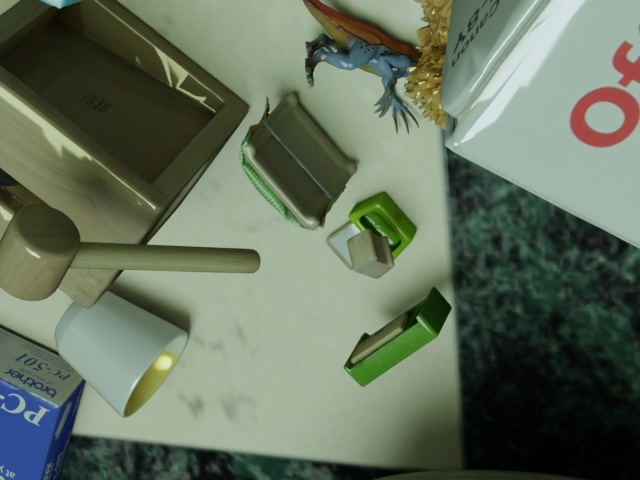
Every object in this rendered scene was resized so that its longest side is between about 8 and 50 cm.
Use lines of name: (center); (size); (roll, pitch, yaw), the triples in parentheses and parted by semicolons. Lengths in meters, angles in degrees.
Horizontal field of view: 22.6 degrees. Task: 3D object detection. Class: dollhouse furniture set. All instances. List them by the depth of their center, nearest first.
dollhouse furniture set: (0.000, 0.000, 0.856); (0.058, 0.076, 0.152); (-35, 102, 31)

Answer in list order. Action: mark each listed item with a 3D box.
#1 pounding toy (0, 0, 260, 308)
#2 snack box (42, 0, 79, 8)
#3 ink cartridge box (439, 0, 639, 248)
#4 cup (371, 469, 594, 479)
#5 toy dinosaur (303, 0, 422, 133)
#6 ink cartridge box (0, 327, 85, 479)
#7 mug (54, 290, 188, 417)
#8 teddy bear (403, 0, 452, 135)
pounding toy: (-0.121, -0.018, 0.813); (0.181, 0.206, 0.094); (38, 124, -3)
snack box: (-0.132, -0.290, 0.723); (0.187, 0.060, 0.322); (28, 113, 4)
ink cartridge box: (0.277, -0.091, 0.596); (0.384, 0.160, 0.279); (26, 125, -14)
cup: (0.094, 0.253, 0.849); (0.331, 0.331, 0.237); (3, 93, 19)
toy dinosaur: (0.033, -0.093, 0.816); (0.082, 0.047, 0.090); (-7, 105, 4)
ink cartridge box: (-0.256, 0.085, 1.018); (0.207, 0.046, 0.097); (24, 124, 7)
mug: (-0.126, 0.068, 0.953); (0.064, 0.062, 0.078); (35, 118, 9)
teddy bear: (0.093, -0.191, 0.695); (0.245, 0.113, 0.338); (11, 121, 13)
